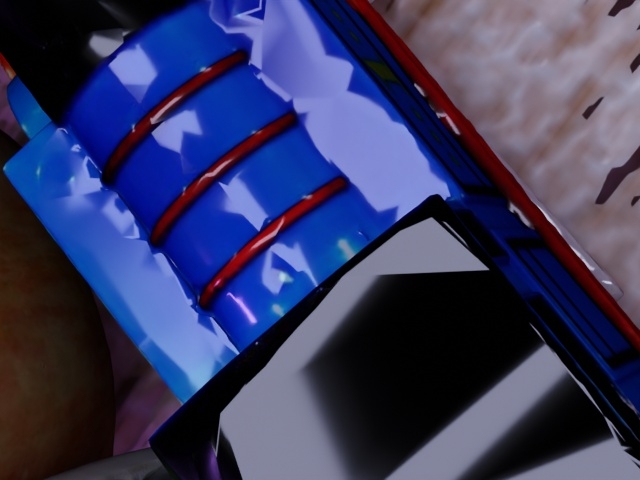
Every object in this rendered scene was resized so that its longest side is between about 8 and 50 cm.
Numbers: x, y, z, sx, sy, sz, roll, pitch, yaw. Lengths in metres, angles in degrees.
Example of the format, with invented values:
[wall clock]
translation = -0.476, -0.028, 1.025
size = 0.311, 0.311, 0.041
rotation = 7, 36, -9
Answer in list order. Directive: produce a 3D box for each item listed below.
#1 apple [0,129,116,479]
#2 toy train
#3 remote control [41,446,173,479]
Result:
[apple]
translation = -0.118, 0.037, 0.465
size = 0.131, 0.146, 0.146
rotation = -16, 84, -24
[toy train]
translation = 0.000, 0.000, 0.428
size = 0.083, 0.131, 0.204
rotation = -42, 79, 15
[remote control]
translation = -0.055, 0.158, 0.458
size = 0.049, 0.090, 0.230
rotation = 20, 110, 38
